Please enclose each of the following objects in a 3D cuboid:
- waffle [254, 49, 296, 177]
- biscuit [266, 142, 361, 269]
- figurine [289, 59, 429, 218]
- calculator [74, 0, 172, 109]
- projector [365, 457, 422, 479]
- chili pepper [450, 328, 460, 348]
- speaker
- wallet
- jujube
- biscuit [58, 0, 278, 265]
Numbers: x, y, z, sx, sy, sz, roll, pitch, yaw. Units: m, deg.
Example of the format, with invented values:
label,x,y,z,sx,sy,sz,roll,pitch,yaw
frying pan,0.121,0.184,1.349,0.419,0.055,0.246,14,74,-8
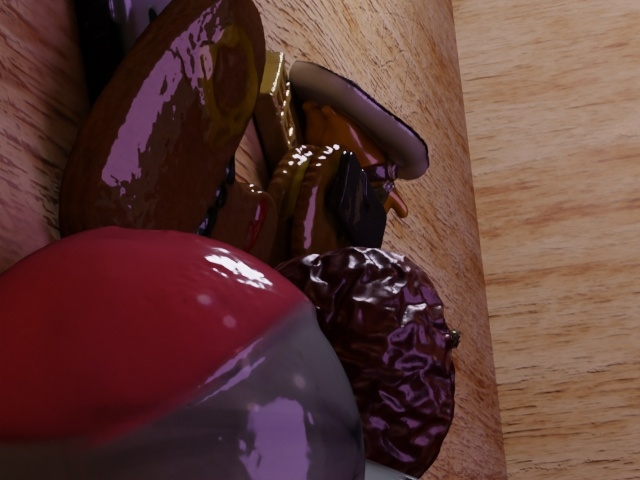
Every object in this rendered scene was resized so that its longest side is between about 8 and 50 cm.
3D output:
label,x,y,z,sx,sy,sz,roll,pitch,yaw
waffle,-0.041,-0.105,1.733,0.125,0.032,0.191,-84,164,-58
biscuit,0.000,0.000,1.674,0.220,0.066,0.220,1,90,-68
figurine,0.020,-0.098,1.879,0.250,0.167,0.141,39,77,-36
calculator,-0.137,-0.174,1.238,0.173,0.051,0.293,-10,92,-65
projector,0.009,0.234,1.233,0.198,0.250,0.108,12,97,-77
chili pepper,0.091,0.084,2.020,0.387,0.110,0.110,46,37,-60
speaker,-0.107,0.128,0.956,0.294,0.294,0.294,-8,90,-77
wallet,0.042,-0.032,1.666,0.156,0.018,0.082,61,37,-57
jujube,0.023,0.127,1.439,0.213,0.213,0.232,44,40,-70
biscuit,-0.089,-0.037,1.187,0.262,0.052,0.277,-57,144,-32
